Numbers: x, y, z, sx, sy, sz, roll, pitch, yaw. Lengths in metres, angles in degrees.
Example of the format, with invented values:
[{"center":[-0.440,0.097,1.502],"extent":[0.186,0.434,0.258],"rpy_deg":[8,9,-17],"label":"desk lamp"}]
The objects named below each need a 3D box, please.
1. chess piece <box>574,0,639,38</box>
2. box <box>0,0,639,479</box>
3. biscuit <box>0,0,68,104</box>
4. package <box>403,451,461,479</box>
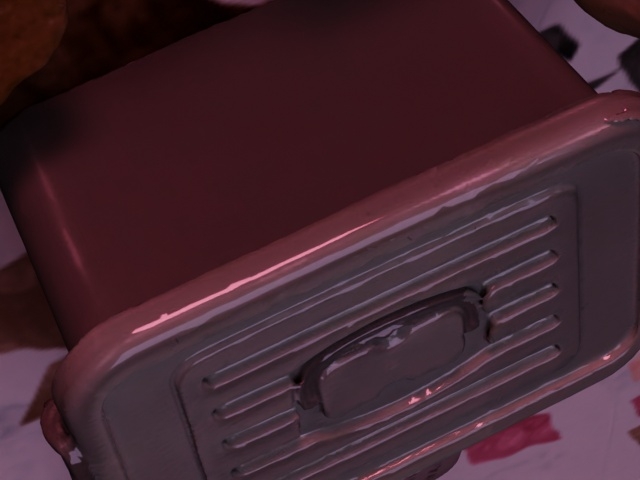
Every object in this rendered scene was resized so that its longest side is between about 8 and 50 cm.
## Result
[{"center":[0.175,-0.059,0.586],"extent":[0.137,0.301,0.137],"rpy_deg":[-18,142,-15],"label":"chess piece"},{"center":[0.000,0.000,0.670],"extent":[0.243,0.135,0.163],"rpy_deg":[-25,144,-9],"label":"box"},{"center":[-0.203,-0.013,0.578],"extent":[0.186,0.044,0.295],"rpy_deg":[12,125,-41],"label":"biscuit"},{"center":[-0.011,0.103,0.853],"extent":[0.204,0.062,0.251],"rpy_deg":[-18,147,-17],"label":"package"}]
